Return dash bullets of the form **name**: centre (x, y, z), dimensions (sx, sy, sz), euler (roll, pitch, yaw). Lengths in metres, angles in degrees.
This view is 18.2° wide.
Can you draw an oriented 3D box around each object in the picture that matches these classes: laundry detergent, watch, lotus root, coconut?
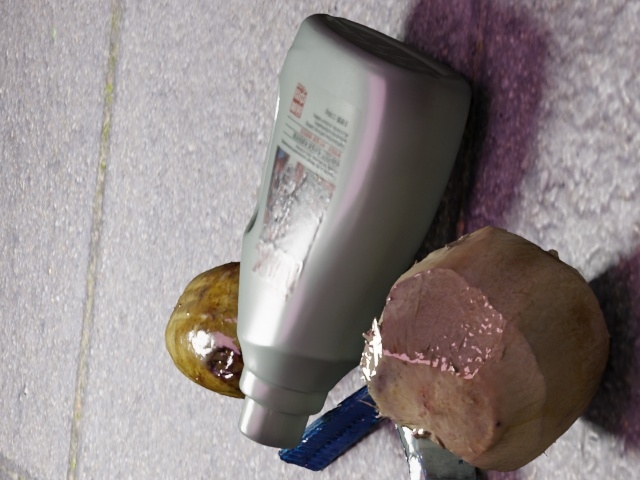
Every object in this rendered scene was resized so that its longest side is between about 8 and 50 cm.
- **laundry detergent**: centre (0.000, 0.000, 1.908), dimensions (0.264, 0.125, 0.398), euler (39, 116, 56)
- **watch**: centre (0.054, 0.215, 1.889), dimensions (0.276, 0.068, 0.274), euler (-114, 32, -44)
- **lotus root**: centre (-0.080, 0.093, 2.104), dimensions (0.260, 0.128, 0.145), euler (-2, 71, 62)
- **coconut**: centre (0.140, 0.083, 1.592), dimensions (0.194, 0.194, 0.194), euler (-176, 90, -65)
